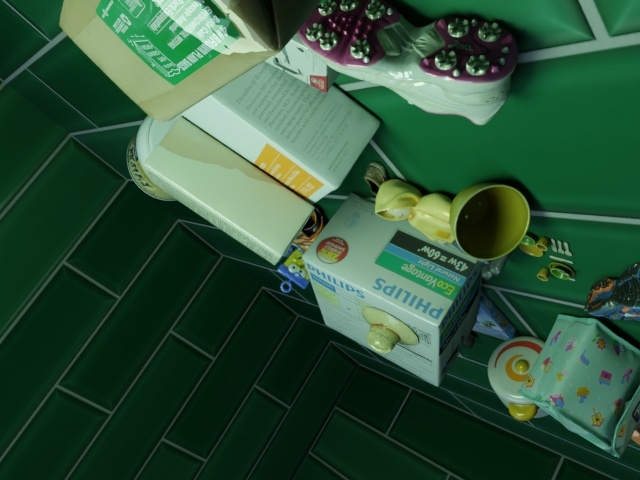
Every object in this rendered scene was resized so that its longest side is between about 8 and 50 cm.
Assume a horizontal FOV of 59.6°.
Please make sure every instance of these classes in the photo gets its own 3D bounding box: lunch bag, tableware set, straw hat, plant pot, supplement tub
[{"bbox_3d":[0.606,0.321,1.214,0.262,0.223,0.160,34,171,-8],"label":"lunch bag"},{"bbox_3d":[0.431,0.037,1.075,0.104,0.024,0.154,21,161,38],"label":"tableware set"},{"bbox_3d":[0.138,0.214,1.234,0.144,0.061,0.144,29,156,14],"label":"straw hat"},{"bbox_3d":[0.278,-0.046,0.971,0.134,0.134,0.095,40,-171,-23],"label":"plant pot"},{"bbox_3d":[-0.369,-0.228,1.449,0.228,0.228,0.316,38,163,-19],"label":"supplement tub"}]

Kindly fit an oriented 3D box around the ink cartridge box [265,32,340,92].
[{"bbox_3d":[-0.034,-0.307,0.883,0.135,0.056,0.099,29,165,10],"label":"ink cartridge box"}]

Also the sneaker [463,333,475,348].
[{"bbox_3d":[0.365,0.287,1.800,0.267,0.106,0.101,28,162,11],"label":"sneaker"}]

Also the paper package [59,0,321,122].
[{"bbox_3d":[-0.088,-0.298,0.552,0.168,0.309,0.325,40,162,-25],"label":"paper package"}]

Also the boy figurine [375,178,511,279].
[{"bbox_3d":[0.242,-0.033,1.114,0.285,0.092,0.177,29,167,1],"label":"boy figurine"}]

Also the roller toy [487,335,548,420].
[{"bbox_3d":[0.551,0.363,1.494,0.146,0.209,0.191,49,178,-42],"label":"roller toy"}]

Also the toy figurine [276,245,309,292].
[{"bbox_3d":[-0.040,0.092,1.790,0.362,0.217,0.191,34,164,-3],"label":"toy figurine"}]

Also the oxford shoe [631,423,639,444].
[{"bbox_3d":[0.713,0.343,1.337,0.364,0.130,0.133,37,135,-1],"label":"oxford shoe"}]

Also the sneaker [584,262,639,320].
[{"bbox_3d":[0.548,0.095,0.954,0.087,0.083,0.221,19,169,0],"label":"sneaker"}]

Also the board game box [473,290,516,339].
[{"bbox_3d":[0.413,0.186,1.524,0.211,0.039,0.160,42,161,-31],"label":"board game box"}]

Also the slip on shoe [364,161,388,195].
[{"bbox_3d":[0.125,-0.112,1.185,0.051,0.041,0.135,24,162,27],"label":"slip on shoe"}]

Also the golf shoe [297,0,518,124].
[{"bbox_3d":[0.106,-0.232,0.747,0.306,0.115,0.140,26,166,26],"label":"golf shoe"}]

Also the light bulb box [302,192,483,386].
[{"bbox_3d":[0.184,0.124,1.363,0.358,0.225,0.361,25,154,25],"label":"light bulb box"}]

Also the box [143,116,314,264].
[{"bbox_3d":[-0.178,-0.089,1.105,0.311,0.121,0.148,34,167,-4],"label":"box"}]

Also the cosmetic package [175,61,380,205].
[{"bbox_3d":[-0.142,-0.262,1.036,0.453,0.161,0.230,36,165,-8],"label":"cosmetic package"}]

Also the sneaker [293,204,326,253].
[{"bbox_3d":[0.000,0.000,1.609,0.321,0.124,0.180,32,165,4],"label":"sneaker"}]
